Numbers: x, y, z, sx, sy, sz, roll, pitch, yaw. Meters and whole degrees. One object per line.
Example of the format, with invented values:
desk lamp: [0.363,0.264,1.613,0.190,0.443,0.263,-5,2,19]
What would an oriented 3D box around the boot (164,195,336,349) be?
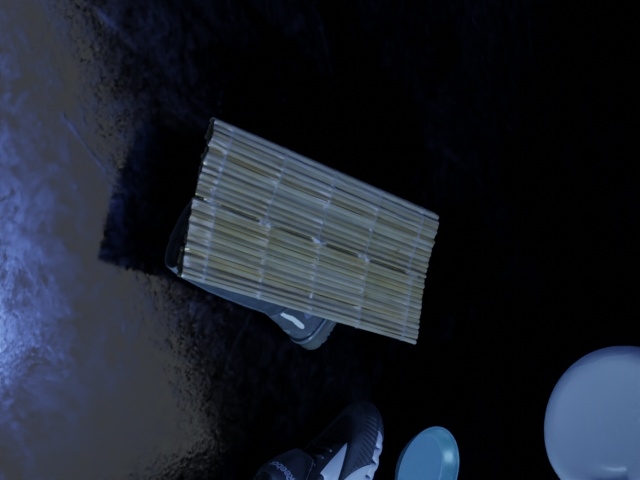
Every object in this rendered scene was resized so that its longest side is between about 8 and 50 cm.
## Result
boot: [-0.042,-0.003,0.956,0.208,0.076,0.189,39,67,-31]

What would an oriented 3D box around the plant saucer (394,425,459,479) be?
plant saucer: [0.131,0.293,1.176,0.119,0.021,0.119,-6,98,-43]

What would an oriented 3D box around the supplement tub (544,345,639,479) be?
supplement tub: [0.513,0.298,1.387,0.325,0.235,0.235,21,81,-42]

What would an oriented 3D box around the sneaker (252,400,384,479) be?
sneaker: [-0.014,0.258,0.999,0.234,0.078,0.106,-53,129,-22]

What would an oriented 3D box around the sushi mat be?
sushi mat: [0.000,0.000,0.930,0.317,0.019,0.151,20,79,-38]
